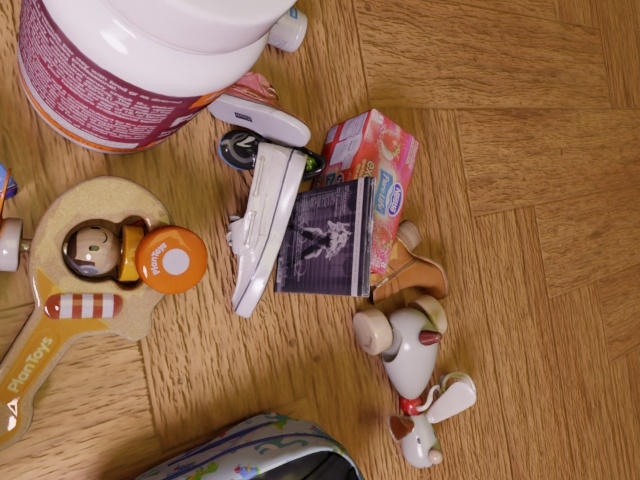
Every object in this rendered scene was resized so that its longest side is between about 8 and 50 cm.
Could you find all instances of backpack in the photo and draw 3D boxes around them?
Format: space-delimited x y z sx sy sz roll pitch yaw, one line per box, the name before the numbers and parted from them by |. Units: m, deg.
backpack | -0.104 0.385 0.631 0.356 0.273 0.289 -23 97 -11

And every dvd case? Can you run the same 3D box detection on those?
dvd case | 0.000 0.000 0.728 0.018 0.221 0.164 10 81 -36

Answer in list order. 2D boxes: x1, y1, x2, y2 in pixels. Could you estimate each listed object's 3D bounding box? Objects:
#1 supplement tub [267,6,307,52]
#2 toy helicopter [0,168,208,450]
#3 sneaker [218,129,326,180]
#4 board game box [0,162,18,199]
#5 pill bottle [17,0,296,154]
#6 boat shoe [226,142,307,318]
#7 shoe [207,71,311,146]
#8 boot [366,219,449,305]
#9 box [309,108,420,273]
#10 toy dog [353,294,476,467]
supplement tub | -0.084 -0.363 0.793 0.107 0.071 0.070 10 80 -32
toy helicopter | -0.320 0.077 0.568 0.235 0.140 0.354 37 77 -31
sneaker | -0.072 -0.141 0.777 0.188 0.078 0.066 9 82 -31
board game box | -0.536 -0.067 0.461 0.347 0.078 0.233 -37 106 -30
pill bottle | -0.190 -0.240 0.518 0.224 0.392 0.223 3 85 -34
boat shoe | -0.099 -0.016 0.727 0.088 0.096 0.267 18 101 -4
shoe | -0.082 -0.208 0.741 0.178 0.063 0.081 23 63 16
boot | 0.154 0.076 0.925 0.152 0.073 0.197 -42 110 -21
box | 0.062 -0.077 0.832 0.123 0.128 0.256 26 72 -29
toy dog | 0.187 0.254 0.858 0.220 0.161 0.333 -36 104 -16
